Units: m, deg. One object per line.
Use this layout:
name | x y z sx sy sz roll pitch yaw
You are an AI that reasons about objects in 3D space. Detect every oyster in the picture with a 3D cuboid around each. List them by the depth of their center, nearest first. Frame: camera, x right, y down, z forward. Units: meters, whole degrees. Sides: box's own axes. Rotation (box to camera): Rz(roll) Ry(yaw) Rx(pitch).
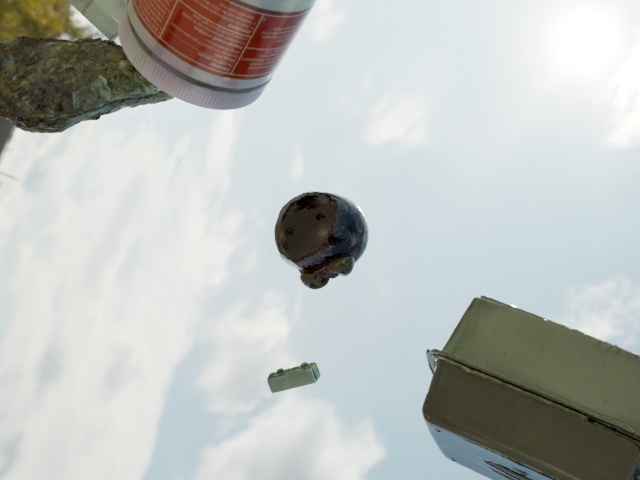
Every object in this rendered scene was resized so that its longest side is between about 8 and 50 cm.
oyster | -0.418 -0.269 1.656 0.158 0.351 0.162 -92 -177 -73

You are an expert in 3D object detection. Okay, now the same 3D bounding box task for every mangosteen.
mangosteen | 0.000 0.000 1.457 0.152 0.152 0.152 -45 -148 38

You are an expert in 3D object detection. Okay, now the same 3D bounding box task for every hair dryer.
hair dryer | -0.350 -0.483 1.650 0.107 0.173 0.357 -55 -164 -26

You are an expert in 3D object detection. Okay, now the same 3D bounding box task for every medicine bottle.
medicine bottle | -0.148 -0.364 1.435 0.241 0.252 0.252 -53 -153 39

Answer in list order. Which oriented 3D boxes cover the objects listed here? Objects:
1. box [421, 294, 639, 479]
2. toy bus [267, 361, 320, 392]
box | 0.263 0.201 1.097 0.291 0.220 0.166 21 -110 27
toy bus | -0.043 0.216 1.512 0.083 0.031 0.037 -17 -169 18
